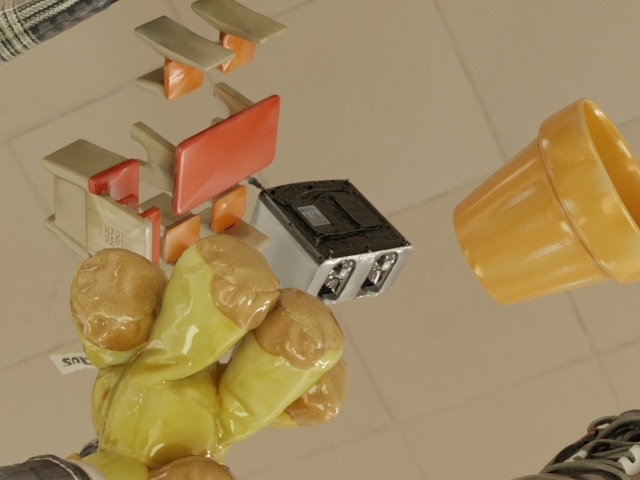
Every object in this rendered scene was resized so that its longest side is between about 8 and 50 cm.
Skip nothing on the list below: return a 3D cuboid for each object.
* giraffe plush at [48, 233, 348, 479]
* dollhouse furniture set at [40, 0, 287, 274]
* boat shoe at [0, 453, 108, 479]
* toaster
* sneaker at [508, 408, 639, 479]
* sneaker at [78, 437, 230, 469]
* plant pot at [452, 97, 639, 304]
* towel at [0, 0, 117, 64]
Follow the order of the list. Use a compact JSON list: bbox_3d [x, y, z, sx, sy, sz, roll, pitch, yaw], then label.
[{"bbox_3d":[-0.093,0.120,0.722,0.210,0.171,0.181,-22,131,33],"label":"giraffe plush"},{"bbox_3d":[-0.125,-0.064,1.207,0.135,0.259,0.262,28,131,27],"label":"dollhouse furniture set"},{"bbox_3d":[-0.165,0.187,0.558,0.075,0.065,0.206,28,89,29],"label":"boat shoe"},{"bbox_3d":[0.000,0.000,1.690,0.186,0.168,0.110,47,129,33],"label":"toaster"},{"bbox_3d":[0.097,0.088,0.451,0.061,0.158,0.065,10,79,27],"label":"sneaker"},{"bbox_3d":[-0.254,0.311,1.742,0.146,0.343,0.134,37,88,19],"label":"sneaker"},{"bbox_3d":[0.258,-0.024,1.405,0.188,0.205,0.205,-29,109,23],"label":"plant pot"},{"bbox_3d":[-0.209,-0.253,1.191,0.312,0.324,0.056,-27,107,2],"label":"towel"}]
